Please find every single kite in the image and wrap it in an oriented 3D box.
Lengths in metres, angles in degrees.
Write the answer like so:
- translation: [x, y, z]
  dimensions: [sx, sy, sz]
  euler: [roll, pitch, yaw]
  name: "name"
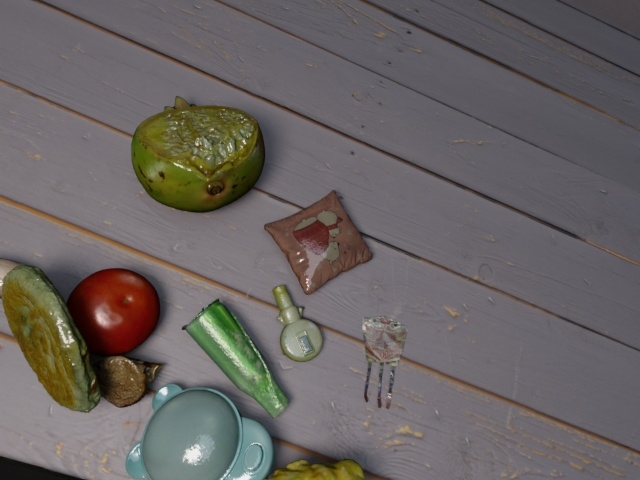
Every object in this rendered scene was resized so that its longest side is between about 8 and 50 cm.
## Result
- translation: [0.151, 0.303, 1.124]
  dimensions: [0.127, 0.016, 0.229]
  euler: [15, 64, -4]
  name: "kite"

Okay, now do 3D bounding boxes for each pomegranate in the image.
- translation: [-0.307, -0.209, 1.116]
  dimensions: [0.310, 0.216, 0.358]
  euler: [-18, 45, -19]
  name: "pomegranate"

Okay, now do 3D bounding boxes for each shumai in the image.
- translation: [-0.421, 0.288, 0.945]
  dimensions: [0.123, 0.105, 0.139]
  euler: [44, 97, -9]
  name: "shumai"

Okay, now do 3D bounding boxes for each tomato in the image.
- translation: [-0.442, 0.150, 0.955]
  dimensions: [0.195, 0.136, 0.195]
  euler: [20, 57, -32]
  name: "tomato"

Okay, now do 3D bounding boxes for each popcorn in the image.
- translation: [-0.025, 0.567, 0.875]
  dimensions: [0.242, 0.250, 0.235]
  euler: [9, 30, -10]
  name: "popcorn"

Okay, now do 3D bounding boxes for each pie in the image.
- translation: [-0.516, 0.189, 0.855]
  dimensions: [0.071, 0.323, 0.323]
  euler: [-28, 77, -46]
  name: "pie"

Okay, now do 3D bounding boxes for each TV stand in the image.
- translation: [-0.570, 0.472, 0.871]
  dimensions: [0.257, 0.040, 0.048]
  euler: [19, 67, -5]
  name: "TV stand"

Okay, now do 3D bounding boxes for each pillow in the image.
- translation: [0.000, 0.000, 1.163]
  dimensions: [0.236, 0.084, 0.223]
  euler: [-29, 77, -24]
  name: "pillow"

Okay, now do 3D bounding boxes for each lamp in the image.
- translation: [-0.235, 0.420, 0.913]
  dimensions: [0.284, 0.147, 0.209]
  euler: [22, 62, -6]
  name: "lamp"

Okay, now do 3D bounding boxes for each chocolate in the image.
- translation: [-0.180, 0.275, 1.011]
  dimensions: [0.110, 0.110, 0.291]
  euler: [-39, 85, -23]
  name: "chocolate"

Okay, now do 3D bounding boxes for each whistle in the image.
- translation: [-0.064, 0.200, 1.086]
  dimensions: [0.104, 0.057, 0.198]
  euler: [-19, 76, -20]
  name: "whistle"

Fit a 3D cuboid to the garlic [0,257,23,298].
- translation: [-0.692, 0.085, 0.956]
  dimensions: [0.196, 0.101, 0.086]
  euler: [6, 67, -11]
  name: "garlic"
